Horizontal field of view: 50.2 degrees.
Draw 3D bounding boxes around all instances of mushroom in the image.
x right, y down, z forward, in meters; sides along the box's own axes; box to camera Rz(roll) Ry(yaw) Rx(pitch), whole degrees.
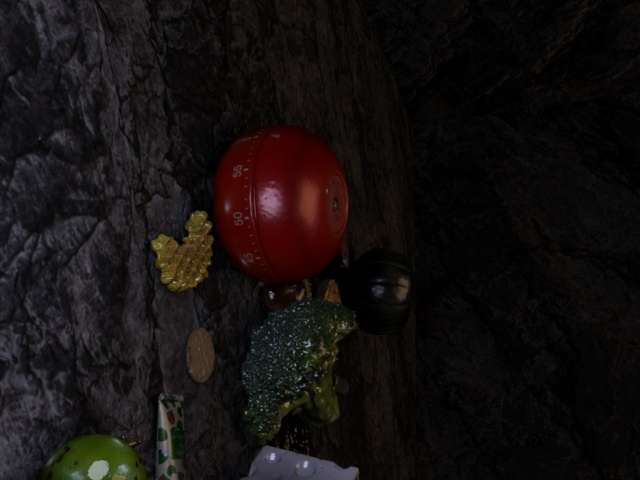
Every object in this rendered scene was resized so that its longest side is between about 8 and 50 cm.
[{"bbox_3d":[-0.095,0.137,1.811,0.052,0.123,0.123,143,-51,-66],"label":"mushroom"}]

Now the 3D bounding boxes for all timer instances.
[{"bbox_3d":[-0.087,-0.086,1.633,0.378,0.279,0.378,-2,90,-71],"label":"timer"}]

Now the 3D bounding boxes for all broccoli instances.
[{"bbox_3d":[-0.020,0.313,1.733,0.397,0.353,0.275,25,16,-50],"label":"broccoli"}]

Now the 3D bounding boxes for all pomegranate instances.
[{"bbox_3d":[-0.336,0.382,0.979,0.156,0.156,0.220,49,56,-60],"label":"pomegranate"}]

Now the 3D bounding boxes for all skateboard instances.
[{"bbox_3d":[-0.129,0.120,1.749,0.064,0.083,0.032,-72,151,-47],"label":"skateboard"}]

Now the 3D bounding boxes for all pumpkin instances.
[{"bbox_3d":[0.224,0.186,2.525,0.323,0.241,0.323,3,90,-85],"label":"pumpkin"}]

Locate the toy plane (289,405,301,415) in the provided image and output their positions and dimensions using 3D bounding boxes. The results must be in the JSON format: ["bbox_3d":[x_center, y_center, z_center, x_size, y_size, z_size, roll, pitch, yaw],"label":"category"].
[{"bbox_3d":[-0.017,0.409,1.978,0.251,0.101,0.255,-68,149,-31],"label":"toy plane"}]

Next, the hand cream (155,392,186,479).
[{"bbox_3d":[-0.279,0.428,1.277,0.095,0.059,0.276,42,42,-66],"label":"hand cream"}]

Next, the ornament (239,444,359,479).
[{"bbox_3d":[-0.061,0.635,1.485,0.239,0.239,0.240,-43,137,-59],"label":"ornament"}]

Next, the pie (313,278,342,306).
[{"bbox_3d":[0.015,0.227,2.143,0.179,0.084,0.205,63,30,-45],"label":"pie"}]

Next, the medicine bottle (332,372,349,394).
[{"bbox_3d":[0.059,0.477,2.248,0.199,0.057,0.058,47,42,-61],"label":"medicine bottle"}]

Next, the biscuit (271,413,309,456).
[{"bbox_3d":[-0.079,0.562,1.824,0.194,0.053,0.195,-5,90,-71],"label":"biscuit"}]

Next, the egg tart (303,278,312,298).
[{"bbox_3d":[-0.073,0.162,1.916,0.197,0.078,0.197,-3,90,-72],"label":"egg tart"}]

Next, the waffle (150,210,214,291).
[{"bbox_3d":[-0.278,0.022,1.390,0.194,0.051,0.149,-26,109,-65],"label":"waffle"}]

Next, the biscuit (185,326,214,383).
[{"bbox_3d":[-0.255,0.244,1.452,0.120,0.015,0.120,-6,90,-72],"label":"biscuit"}]

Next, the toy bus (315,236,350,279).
[{"bbox_3d":[0.000,0.000,2.092,0.303,0.127,0.147,53,33,-57],"label":"toy bus"}]
